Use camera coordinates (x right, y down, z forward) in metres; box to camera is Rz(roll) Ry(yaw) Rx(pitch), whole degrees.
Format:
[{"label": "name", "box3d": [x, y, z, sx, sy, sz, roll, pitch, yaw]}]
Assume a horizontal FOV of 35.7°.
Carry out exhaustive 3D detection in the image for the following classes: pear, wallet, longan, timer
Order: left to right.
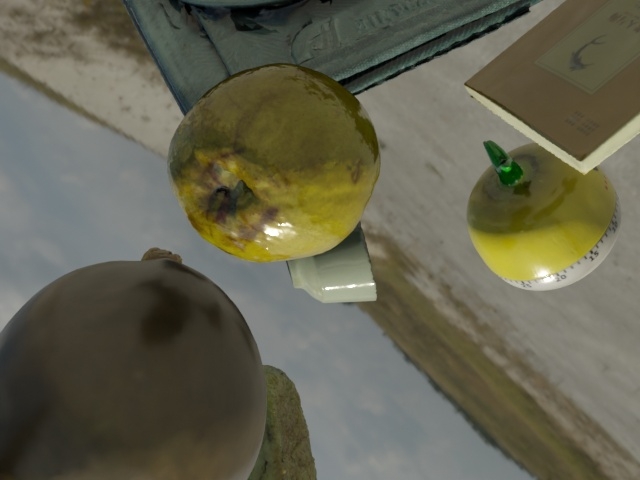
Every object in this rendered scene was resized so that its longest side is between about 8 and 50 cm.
[{"label": "longan", "box3d": [-0.174, 0.154, 0.871, 0.243, 0.300, 0.300, 26, 171, 29]}, {"label": "pear", "box3d": [-0.032, -0.054, 0.722, 0.149, 0.149, 0.162, 49, -153, 11]}, {"label": "wallet", "box3d": [0.008, -0.231, 0.864, 0.237, 0.342, 0.075, 61, 173, 32]}, {"label": "timer", "box3d": [0.361, -0.073, 1.725, 0.285, 0.285, 0.285, 48, -177, -3]}]

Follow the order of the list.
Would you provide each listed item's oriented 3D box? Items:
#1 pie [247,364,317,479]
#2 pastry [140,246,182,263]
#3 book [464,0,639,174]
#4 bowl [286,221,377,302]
[{"label": "pie", "box3d": [-0.069, 0.329, 1.537, 0.277, 0.078, 0.277, -9, -90, -80]}, {"label": "pastry", "box3d": [-0.253, 0.061, 1.569, 0.057, 0.097, 0.109, 10, -155, 9]}, {"label": "book", "box3d": [0.373, -0.253, 1.131, 0.032, 0.389, 0.269, 50, -178, -34]}, {"label": "bowl", "box3d": [0.000, 0.000, 1.428, 0.211, 0.112, 0.211, 166, 90, -86]}]
